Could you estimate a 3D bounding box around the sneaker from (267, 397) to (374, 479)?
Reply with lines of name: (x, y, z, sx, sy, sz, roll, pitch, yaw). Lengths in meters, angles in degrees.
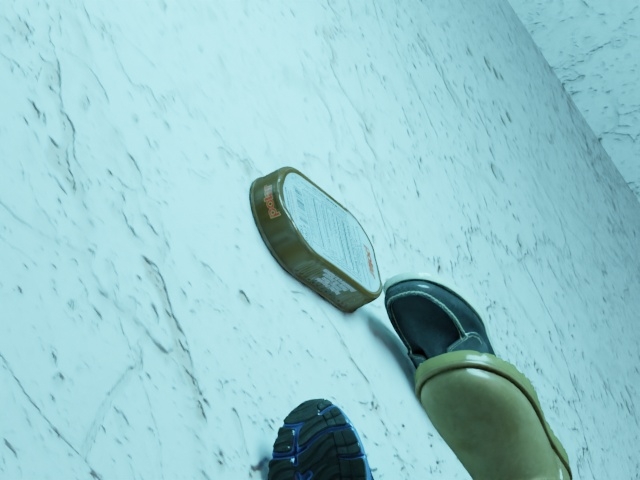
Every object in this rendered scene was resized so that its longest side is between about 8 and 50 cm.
sneaker: (0.020, 0.231, 1.235, 0.087, 0.083, 0.221, 38, 35, -74)

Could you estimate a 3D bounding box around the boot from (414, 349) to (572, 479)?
boot: (0.169, 0.250, 1.313, 0.236, 0.089, 0.269, 44, 29, -36)

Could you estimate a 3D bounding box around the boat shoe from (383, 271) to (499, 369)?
boat shoe: (0.134, 0.120, 1.597, 0.233, 0.084, 0.079, 56, 25, -36)

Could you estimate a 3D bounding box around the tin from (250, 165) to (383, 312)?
tin: (0.000, 0.000, 1.501, 0.190, 0.040, 0.106, 37, 37, -50)
